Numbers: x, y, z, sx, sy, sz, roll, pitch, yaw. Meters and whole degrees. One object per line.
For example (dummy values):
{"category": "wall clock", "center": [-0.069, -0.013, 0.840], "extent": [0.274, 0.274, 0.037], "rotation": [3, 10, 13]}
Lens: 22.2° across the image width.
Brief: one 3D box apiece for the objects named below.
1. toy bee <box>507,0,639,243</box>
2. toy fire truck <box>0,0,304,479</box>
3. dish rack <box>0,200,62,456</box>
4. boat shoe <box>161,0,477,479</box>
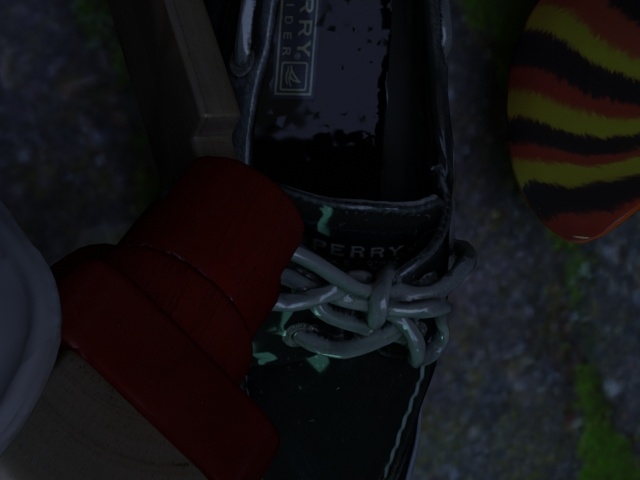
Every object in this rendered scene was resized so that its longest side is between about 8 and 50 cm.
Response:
{"category": "toy bee", "center": [0.183, -0.131, 0.597], "extent": [0.298, 0.195, 0.162], "rotation": [-28, 88, 4]}
{"category": "toy fire truck", "center": [-0.093, 0.022, 0.523], "extent": [0.158, 0.217, 0.246], "rotation": [46, 50, -14]}
{"category": "dish rack", "center": [-0.254, 0.029, 0.394], "extent": [0.333, 0.285, 0.072], "rotation": [-33, 133, -11]}
{"category": "boat shoe", "center": [0.004, 0.000, 0.587], "extent": [0.113, 0.105, 0.306], "rotation": [2, 100, -21]}
